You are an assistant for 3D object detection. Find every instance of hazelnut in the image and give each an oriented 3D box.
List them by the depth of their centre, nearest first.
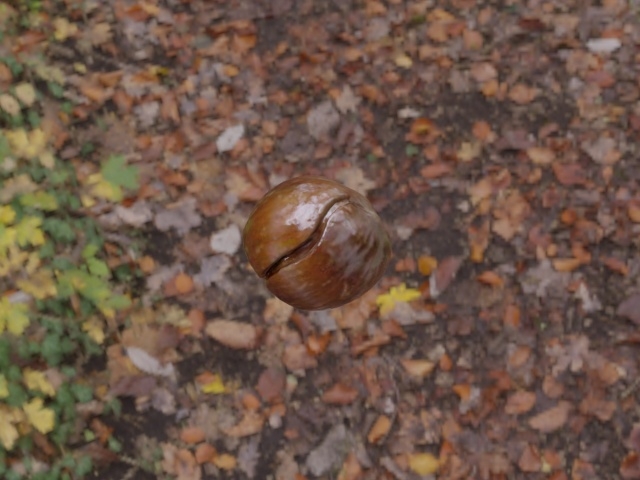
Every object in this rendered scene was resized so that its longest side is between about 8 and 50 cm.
[{"bbox_3d":[0.000,0.000,1.119,0.143,0.154,0.143,-29,35,23],"label":"hazelnut"}]
